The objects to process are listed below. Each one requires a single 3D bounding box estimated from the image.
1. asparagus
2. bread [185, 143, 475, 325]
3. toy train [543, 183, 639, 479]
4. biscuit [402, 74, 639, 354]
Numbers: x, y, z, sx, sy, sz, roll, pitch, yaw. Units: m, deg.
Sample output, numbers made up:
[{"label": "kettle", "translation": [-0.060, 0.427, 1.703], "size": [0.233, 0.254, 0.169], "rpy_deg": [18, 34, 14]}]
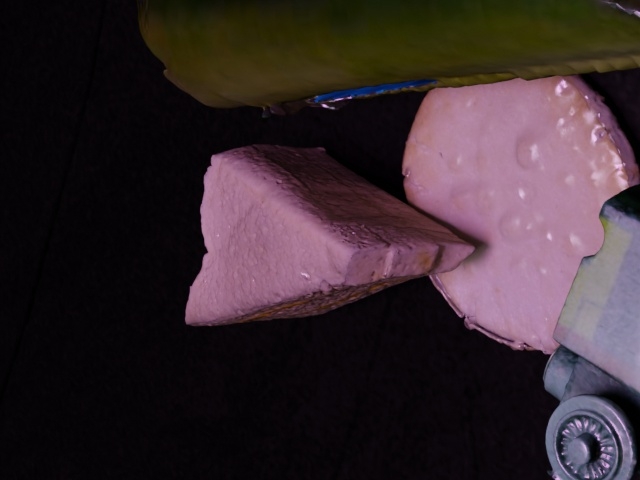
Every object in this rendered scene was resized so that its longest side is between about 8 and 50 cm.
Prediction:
[{"label": "asparagus", "translation": [0.073, -0.125, 0.868], "size": [0.382, 0.108, 0.128], "rpy_deg": [-1, 101, 46]}, {"label": "bread", "translation": [0.001, 0.022, 0.994], "size": [0.152, 0.077, 0.105], "rpy_deg": [38, 127, 53]}, {"label": "toy train", "translation": [0.185, 0.073, 0.831], "size": [0.200, 0.083, 0.132], "rpy_deg": [30, 114, 30]}, {"label": "biscuit", "translation": [0.093, -0.018, 0.944], "size": [0.152, 0.020, 0.152], "rpy_deg": [18, 116, 42]}]
